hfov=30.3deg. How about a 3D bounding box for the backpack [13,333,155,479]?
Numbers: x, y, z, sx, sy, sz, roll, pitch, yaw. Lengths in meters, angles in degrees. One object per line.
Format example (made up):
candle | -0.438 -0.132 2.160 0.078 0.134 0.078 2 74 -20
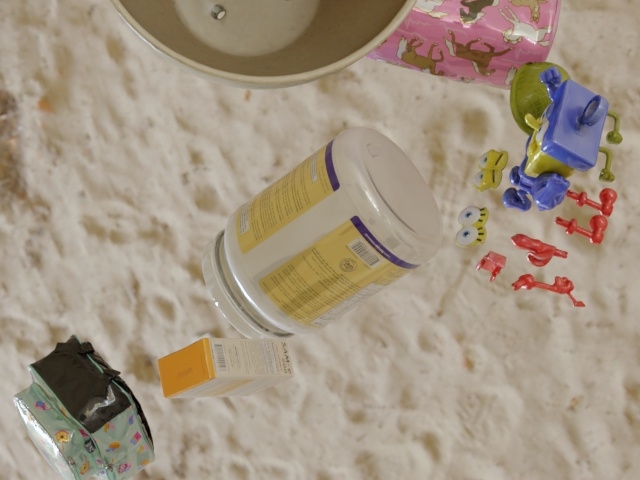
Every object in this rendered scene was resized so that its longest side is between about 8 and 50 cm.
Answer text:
backpack | -0.310 0.247 1.581 0.166 0.144 0.188 34 158 38

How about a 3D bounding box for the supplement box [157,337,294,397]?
supplement box | -0.079 0.108 0.997 0.062 0.098 0.036 -27 68 37

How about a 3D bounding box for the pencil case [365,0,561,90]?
pencil case | 0.146 -0.332 1.717 0.386 0.167 0.160 12 116 -3

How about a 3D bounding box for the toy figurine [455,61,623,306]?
toy figurine | 0.326 -0.124 1.480 0.191 0.362 0.217 25 148 -3

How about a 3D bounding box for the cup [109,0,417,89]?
cup | -0.069 -0.293 1.189 0.331 0.331 0.237 60 170 1

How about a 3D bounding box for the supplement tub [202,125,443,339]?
supplement tub | 0.000 0.000 1.861 0.331 0.241 0.241 -34 86 26
